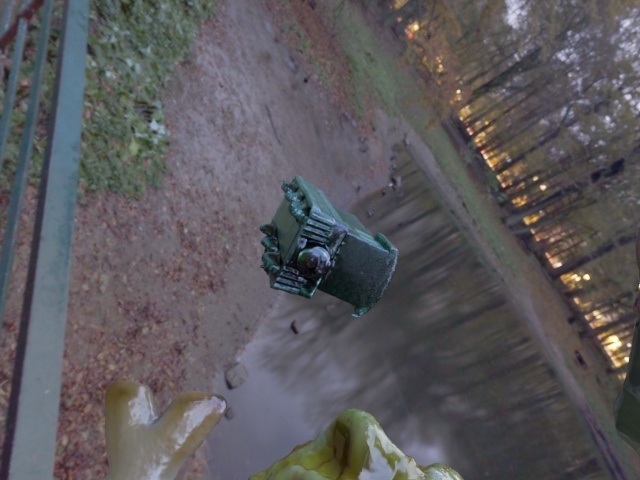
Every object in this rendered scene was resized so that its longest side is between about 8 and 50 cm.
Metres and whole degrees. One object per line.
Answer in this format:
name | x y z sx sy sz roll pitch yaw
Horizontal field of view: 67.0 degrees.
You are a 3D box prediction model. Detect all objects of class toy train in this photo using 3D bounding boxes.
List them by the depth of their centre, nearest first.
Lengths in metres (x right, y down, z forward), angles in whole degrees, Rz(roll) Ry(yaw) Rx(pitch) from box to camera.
toy train | 0.000 0.000 0.782 0.178 0.139 0.330 24 12 -13

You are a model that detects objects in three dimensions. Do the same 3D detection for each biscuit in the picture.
biscuit | -0.205 0.266 0.542 0.047 0.164 0.208 73 23 -56

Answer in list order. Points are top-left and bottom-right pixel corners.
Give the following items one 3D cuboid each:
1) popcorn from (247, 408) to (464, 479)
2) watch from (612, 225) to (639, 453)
popcorn | 0.020 0.300 0.417 0.290 0.321 0.325 67 26 -9
watch | 0.308 0.059 0.300 0.241 0.253 0.162 55 -2 -37
